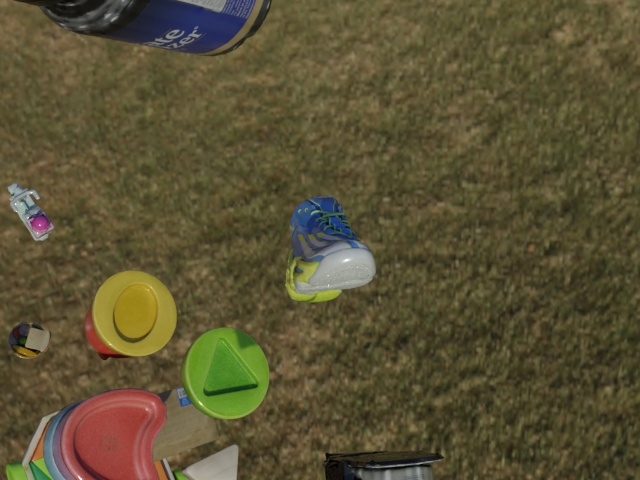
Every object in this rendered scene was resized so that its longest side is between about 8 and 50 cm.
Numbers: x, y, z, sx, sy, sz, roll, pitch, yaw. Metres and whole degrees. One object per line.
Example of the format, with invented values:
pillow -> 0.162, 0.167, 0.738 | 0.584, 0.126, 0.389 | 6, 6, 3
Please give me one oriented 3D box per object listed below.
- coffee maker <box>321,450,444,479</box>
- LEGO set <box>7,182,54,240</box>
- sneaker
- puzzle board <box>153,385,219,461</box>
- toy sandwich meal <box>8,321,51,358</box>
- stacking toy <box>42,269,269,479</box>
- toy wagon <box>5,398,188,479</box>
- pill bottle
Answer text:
coffee maker -> 0.068, 0.314, 1.084 | 0.120, 0.171, 0.178 | -3, 82, -5
LEGO set -> -0.455, 0.013, 1.186 | 0.287, 0.107, 0.132 | -41, 85, -22
sneaker -> 0.000, 0.000, 1.216 | 0.091, 0.240, 0.126 | -3, 80, -16
puzzle board -> -0.221, 0.278, 1.593 | 0.128, 0.096, 0.011 | -12, -7, -43
toy sandwich meal -> -0.596, 0.204, 2.113 | 0.085, 0.029, 0.086 | 7, 69, -19
stacking toy -> -0.235, 0.229, 1.451 | 0.279, 0.130, 0.309 | 24, 63, -23
toy wagon -> -0.338, 0.429, 1.678 | 0.267, 0.068, 0.345 | -20, 82, -29
pill bottle -> -0.139, -0.208, 0.762 | 0.122, 0.123, 0.219 | 22, 14, 28
